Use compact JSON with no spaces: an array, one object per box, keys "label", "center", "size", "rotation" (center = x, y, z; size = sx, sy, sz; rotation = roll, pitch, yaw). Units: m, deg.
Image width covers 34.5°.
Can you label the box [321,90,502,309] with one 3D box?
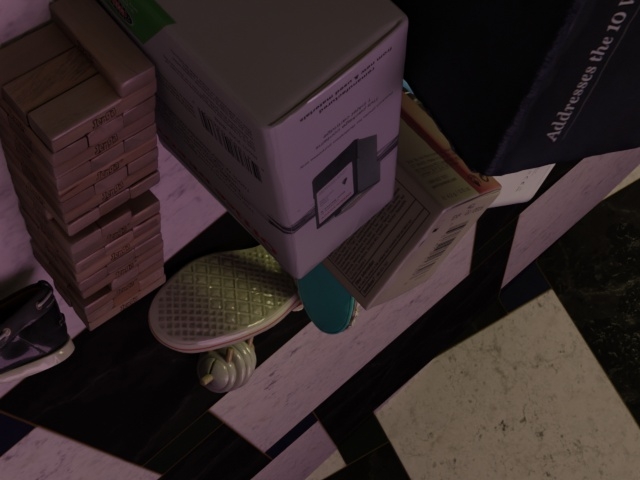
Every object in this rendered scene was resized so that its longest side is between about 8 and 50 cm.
[{"label":"box","center":[0.039,-0.070,1.045],"size":[0.127,0.232,0.148],"rotation":[-20,152,-51]}]

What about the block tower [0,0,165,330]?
[{"label":"block tower","center":[-0.192,-0.046,0.841],"size":[0.097,0.091,0.335],"rotation":[-35,161,-24]}]

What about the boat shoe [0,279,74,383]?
[{"label":"boat shoe","center":[-0.343,0.105,0.935],"size":[0.233,0.084,0.079],"rotation":[-23,117,-31]}]

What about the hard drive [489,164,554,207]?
[{"label":"hard drive","center":[0.301,-0.138,1.576],"size":[0.308,0.040,0.203],"rotation":[-9,135,-56]}]

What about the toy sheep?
[{"label":"toy sheep","center":[-0.138,0.178,1.500],"size":[0.132,0.091,0.091],"rotation":[-27,157,-55]}]

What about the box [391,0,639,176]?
[{"label":"box","center":[0.297,-0.331,0.658],"size":[0.472,0.297,0.479],"rotation":[-14,146,-28]}]

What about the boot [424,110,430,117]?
[{"label":"boot","center":[0.201,-0.220,1.260],"size":[0.220,0.109,0.283],"rotation":[-40,177,-29]}]

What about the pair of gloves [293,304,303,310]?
[{"label":"pair of gloves","center":[0.059,0.009,1.542],"size":[0.240,0.042,0.204],"rotation":[-25,156,-24]}]

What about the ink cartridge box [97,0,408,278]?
[{"label":"ink cartridge box","center":[-0.051,-0.120,0.776],"size":[0.121,0.211,0.289],"rotation":[-40,164,-12]}]

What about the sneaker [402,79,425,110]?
[{"label":"sneaker","center":[0.068,-0.117,1.257],"size":[0.067,0.078,0.188],"rotation":[-25,156,-43]}]

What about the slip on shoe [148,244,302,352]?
[{"label":"slip on shoe","center":[-0.088,0.066,1.296],"size":[0.331,0.123,0.101],"rotation":[-29,159,-50]}]

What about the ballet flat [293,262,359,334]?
[{"label":"ballet flat","center":[0.000,0.000,1.227],"size":[0.077,0.091,0.240],"rotation":[-66,146,-51]}]
